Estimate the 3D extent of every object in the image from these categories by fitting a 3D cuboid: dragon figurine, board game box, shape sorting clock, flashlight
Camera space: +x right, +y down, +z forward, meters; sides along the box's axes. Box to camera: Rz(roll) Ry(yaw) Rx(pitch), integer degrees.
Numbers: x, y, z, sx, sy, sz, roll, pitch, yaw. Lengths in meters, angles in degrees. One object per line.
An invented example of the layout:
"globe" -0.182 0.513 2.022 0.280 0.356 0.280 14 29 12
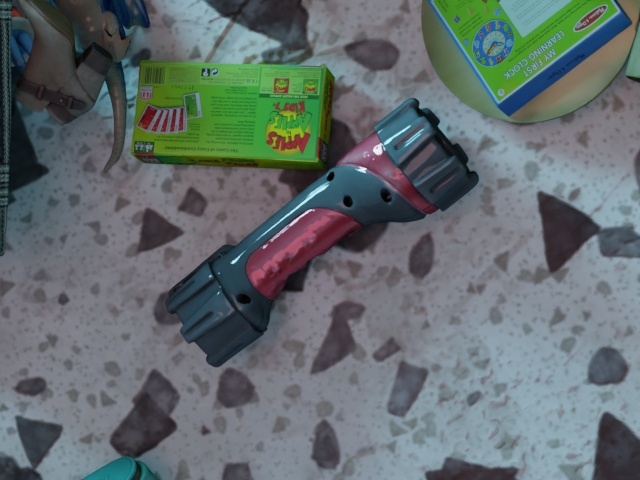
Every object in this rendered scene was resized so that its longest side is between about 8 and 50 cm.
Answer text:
"dragon figurine" -0.218 -0.221 1.756 0.085 0.144 0.289 -20 105 10
"board game box" -0.082 -0.118 1.741 0.181 0.043 0.092 3 81 13
"shape sorting clock" 0.190 -0.209 1.684 0.206 0.040 0.206 -2 84 25
"flashlight" 0.000 0.000 1.703 0.304 0.103 0.103 -40 98 10

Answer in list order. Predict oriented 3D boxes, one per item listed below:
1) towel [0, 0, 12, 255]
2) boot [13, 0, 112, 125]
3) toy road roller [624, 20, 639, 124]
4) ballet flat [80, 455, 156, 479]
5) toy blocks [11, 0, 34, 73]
"towel" -0.394 -0.139 1.755 0.324 0.056 0.312 3 94 42
"boot" -0.250 -0.161 1.680 0.118 0.042 0.087 39 111 -13
"toy road roller" 0.425 -0.160 1.532 0.329 0.240 0.203 16 94 12
"ballet flat" -0.260 0.289 1.773 0.247 0.083 0.087 -23 118 11
"toy blocks" -0.322 -0.176 1.757 0.123 0.054 0.148 -47 43 9
